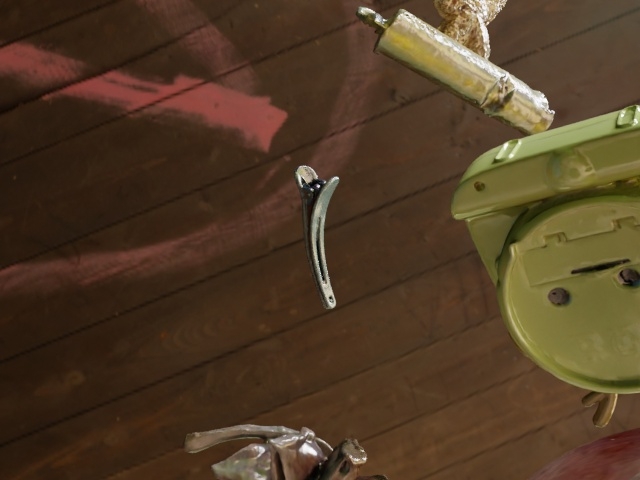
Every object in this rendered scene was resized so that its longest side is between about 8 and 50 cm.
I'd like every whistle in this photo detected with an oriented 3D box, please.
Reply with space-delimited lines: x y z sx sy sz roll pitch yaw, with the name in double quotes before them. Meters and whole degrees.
"whistle" 0.164 -0.195 0.974 0.326 0.068 0.057 16 -70 -42

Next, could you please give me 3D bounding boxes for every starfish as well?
"starfish" 0.223 -0.333 1.222 0.235 0.062 0.277 -58 -44 -14

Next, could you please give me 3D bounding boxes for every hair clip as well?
"hair clip" 0.000 0.000 1.470 0.048 0.083 0.275 -38 -44 -40

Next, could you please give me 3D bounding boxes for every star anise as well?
"star anise" -0.012 0.234 0.791 0.231 0.089 0.209 43 -46 -5

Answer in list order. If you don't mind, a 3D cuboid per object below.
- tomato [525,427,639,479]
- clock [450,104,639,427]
"tomato" 0.175 0.191 0.344 0.270 0.270 0.227 -10 -85 -8
"clock" 0.272 0.041 0.772 0.235 0.096 0.308 -16 -74 26
